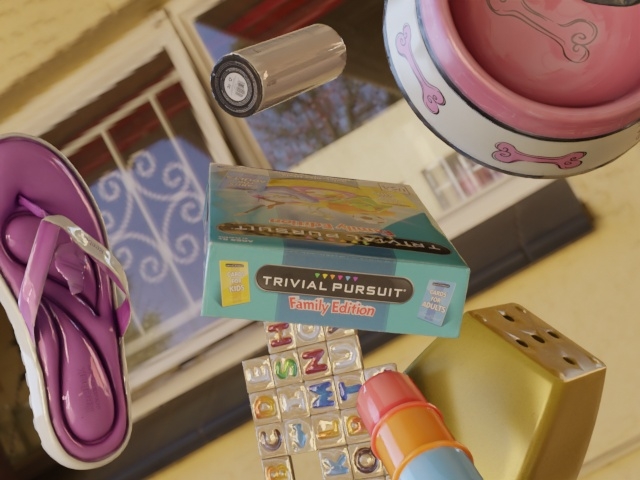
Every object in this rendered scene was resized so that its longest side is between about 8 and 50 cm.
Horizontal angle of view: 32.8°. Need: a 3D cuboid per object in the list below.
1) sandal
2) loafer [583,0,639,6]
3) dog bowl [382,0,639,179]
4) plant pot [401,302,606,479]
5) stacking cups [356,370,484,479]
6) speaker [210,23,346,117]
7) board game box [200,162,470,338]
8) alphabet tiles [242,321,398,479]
[{"bbox_3d":[-0.293,0.067,1.302,0.102,0.416,0.169,-9,9,46],"label":"sandal"},{"bbox_3d":[0.180,-0.214,0.829,0.061,0.170,0.062,-28,-45,-51],"label":"loafer"},{"bbox_3d":[0.294,-0.292,1.395,0.408,0.408,0.150,-27,-7,-11],"label":"dog bowl"},{"bbox_3d":[0.218,0.193,1.303,0.212,0.212,0.187,-2,-57,-55],"label":"plant pot"},{"bbox_3d":[0.116,0.228,0.948,0.096,0.096,0.316,-29,32,0],"label":"stacking cups"},{"bbox_3d":[-0.034,-0.150,0.945,0.055,0.055,0.136,-36,-2,39],"label":"speaker"},{"bbox_3d":[0.000,0.000,1.191,0.254,0.079,0.336,5,16,-8],"label":"board game box"},{"bbox_3d":[0.006,0.195,1.233,0.198,0.237,0.009,-16,-9,29],"label":"alphabet tiles"}]
